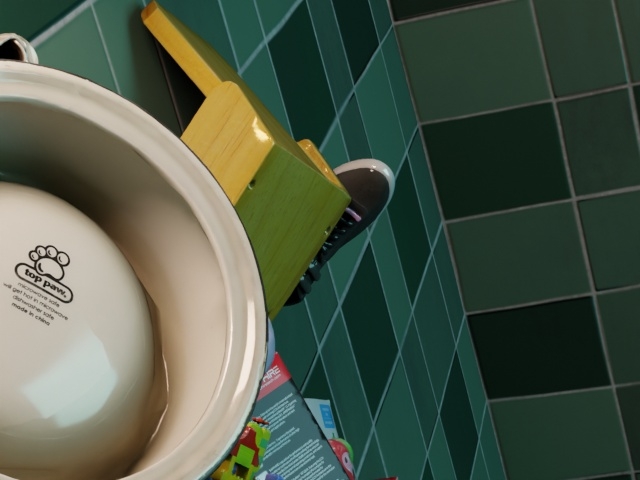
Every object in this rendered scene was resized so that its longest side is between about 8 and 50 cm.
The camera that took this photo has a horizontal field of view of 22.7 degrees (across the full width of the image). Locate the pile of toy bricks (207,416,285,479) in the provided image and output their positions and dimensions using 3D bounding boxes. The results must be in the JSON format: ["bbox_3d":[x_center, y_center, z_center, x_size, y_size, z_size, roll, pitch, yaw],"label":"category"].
[{"bbox_3d":[-0.082,0.238,1.706,0.212,0.118,0.105,39,65,-56],"label":"pile of toy bricks"}]

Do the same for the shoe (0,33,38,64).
[{"bbox_3d":[-0.334,-0.171,1.655,0.219,0.058,0.076,-51,129,-69],"label":"shoe"}]

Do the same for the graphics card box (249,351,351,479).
[{"bbox_3d":[-0.060,0.343,1.862,0.233,0.094,0.371,-33,93,-37],"label":"graphics card box"}]

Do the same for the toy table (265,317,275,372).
[{"bbox_3d":[-0.196,0.092,1.706,0.161,0.274,0.252,-47,160,-58],"label":"toy table"}]

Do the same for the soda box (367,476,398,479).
[{"bbox_3d":[0.082,0.503,2.652,0.263,0.083,0.092,-68,145,-63],"label":"soda box"}]

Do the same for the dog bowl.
[{"bbox_3d":[-0.253,0.061,1.332,0.408,0.150,0.408,17,57,-27],"label":"dog bowl"}]

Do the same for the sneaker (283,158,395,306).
[{"bbox_3d":[0.000,0.000,2.368,0.104,0.296,0.147,38,40,-15],"label":"sneaker"}]

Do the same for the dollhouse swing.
[{"bbox_3d":[-0.166,-0.099,2.195,0.315,0.305,0.347,-57,160,2],"label":"dollhouse swing"}]

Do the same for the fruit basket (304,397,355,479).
[{"bbox_3d":[0.024,0.401,2.374,0.327,0.165,0.353,23,56,-71],"label":"fruit basket"}]
